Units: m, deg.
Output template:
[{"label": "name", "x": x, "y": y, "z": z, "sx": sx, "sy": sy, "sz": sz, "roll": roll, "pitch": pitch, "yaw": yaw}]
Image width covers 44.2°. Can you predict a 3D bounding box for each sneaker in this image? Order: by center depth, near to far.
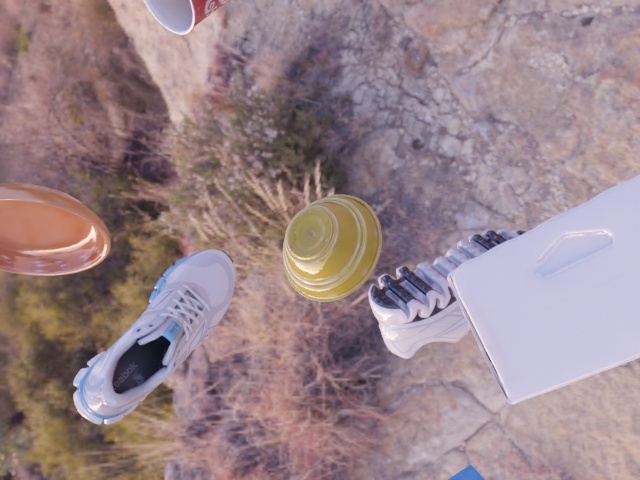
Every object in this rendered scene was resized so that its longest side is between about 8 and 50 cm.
[{"label": "sneaker", "x": -0.129, "y": 0.078, "z": 0.683, "sx": 0.191, "sy": 0.071, "sz": 0.083, "roll": -54, "pitch": 13, "yaw": -30}, {"label": "sneaker", "x": 0.208, "y": 0.071, "z": 1.110, "sx": 0.110, "sy": 0.292, "sz": 0.118, "roll": -129, "pitch": 22, "yaw": -58}]

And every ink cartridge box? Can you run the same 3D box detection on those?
[{"label": "ink cartridge box", "x": 0.291, "y": 0.025, "z": 0.727, "sx": 0.226, "sy": 0.306, "sz": 0.131, "roll": -32, "pitch": 78, "yaw": 33}]

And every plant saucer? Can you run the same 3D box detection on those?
[{"label": "plant saucer", "x": -0.362, "y": -0.015, "z": 0.978, "sx": 0.200, "sy": 0.199, "sz": 0.037, "roll": -33, "pitch": 49, "yaw": 44}]

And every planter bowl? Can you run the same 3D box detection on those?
[{"label": "planter bowl", "x": 0.000, "y": 0.000, "z": 1.486, "sx": 0.217, "sy": 0.090, "sz": 0.217, "roll": -11, "pitch": 68, "yaw": 27}]

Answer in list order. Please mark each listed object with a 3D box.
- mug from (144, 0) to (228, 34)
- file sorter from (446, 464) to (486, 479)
[{"label": "mug", "x": -0.150, "y": -0.384, "z": 1.096, "sx": 0.113, "sy": 0.169, "sz": 0.150, "roll": 51, "pitch": 150, "yaw": -7}, {"label": "file sorter", "x": 0.282, "y": 0.567, "z": 1.620, "sx": 0.118, "sy": 0.170, "sz": 0.105, "roll": 43, "pitch": 126, "yaw": 30}]
